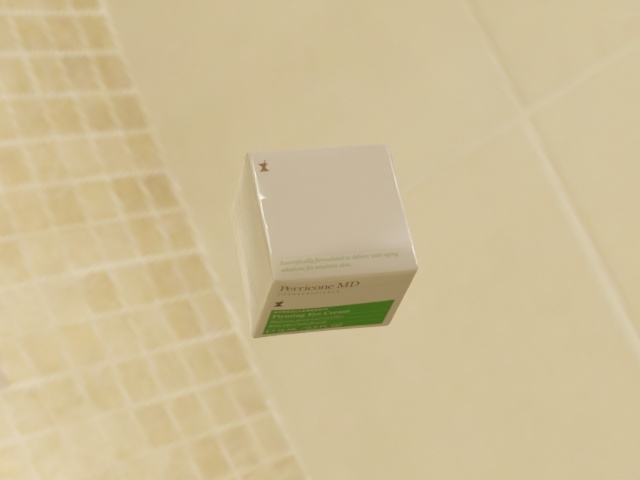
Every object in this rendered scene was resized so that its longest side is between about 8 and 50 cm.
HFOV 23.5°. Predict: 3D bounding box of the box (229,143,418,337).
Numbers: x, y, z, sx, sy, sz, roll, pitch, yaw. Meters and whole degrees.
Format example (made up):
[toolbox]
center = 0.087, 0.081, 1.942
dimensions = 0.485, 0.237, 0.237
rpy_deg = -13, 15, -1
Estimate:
[box]
center = 0.000, 0.000, 1.024
dimensions = 0.101, 0.087, 0.102
rpy_deg = -4, 60, -15
